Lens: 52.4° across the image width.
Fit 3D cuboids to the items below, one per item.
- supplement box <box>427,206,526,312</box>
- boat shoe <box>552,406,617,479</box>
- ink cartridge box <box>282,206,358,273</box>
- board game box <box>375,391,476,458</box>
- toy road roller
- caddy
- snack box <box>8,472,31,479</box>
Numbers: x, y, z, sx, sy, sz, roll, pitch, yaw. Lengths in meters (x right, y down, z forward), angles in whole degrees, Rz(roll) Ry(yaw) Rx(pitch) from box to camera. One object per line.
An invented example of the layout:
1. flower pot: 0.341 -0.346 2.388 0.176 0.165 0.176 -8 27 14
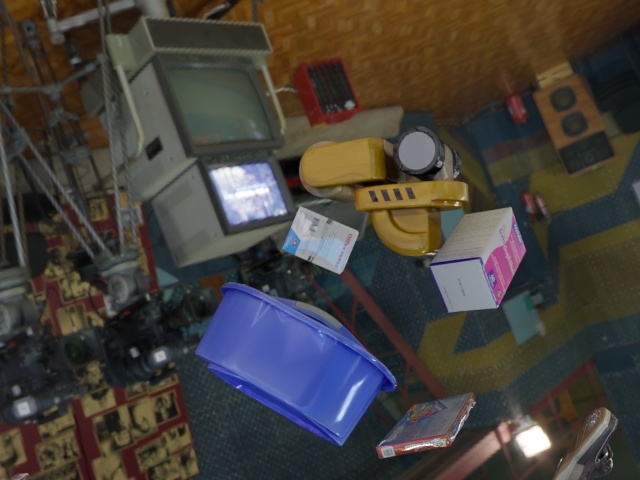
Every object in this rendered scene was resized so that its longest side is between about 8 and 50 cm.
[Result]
1. supplement box: 0.320 0.035 1.309 0.113 0.111 0.220 -11 -156 37
2. boat shoe: 0.609 0.483 1.461 0.103 0.092 0.285 -44 153 -45
3. ink cartridge box: 0.000 0.000 2.052 0.203 0.148 0.086 24 179 0
4. board game box: 0.224 0.375 1.336 0.145 0.027 0.281 -17 177 23
5. toy road roller: 0.132 -0.085 1.319 0.329 0.241 0.202 -3 176 24
6. caddy: -0.041 0.193 1.095 0.179 0.341 0.241 -59 168 -20
7. snack box: -0.440 0.454 1.039 0.022 0.178 0.064 -32 -175 -41
